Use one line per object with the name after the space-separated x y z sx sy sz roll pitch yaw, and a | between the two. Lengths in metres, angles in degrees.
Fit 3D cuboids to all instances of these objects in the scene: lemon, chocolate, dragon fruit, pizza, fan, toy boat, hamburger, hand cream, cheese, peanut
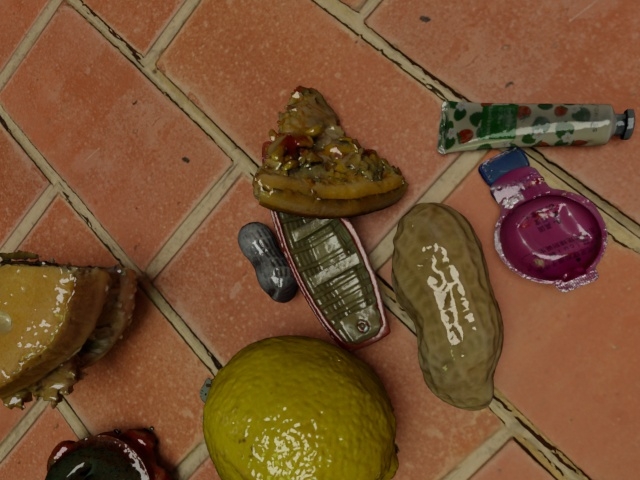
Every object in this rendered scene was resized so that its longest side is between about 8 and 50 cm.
-0.038 0.276 0.670 0.322 0.268 0.267 12 89 13 | lemon
-0.095 0.039 0.809 0.072 0.072 0.166 -37 73 12 | chocolate
-0.424 0.499 0.852 0.295 0.130 0.268 -31 82 13 | dragon fruit
0.029 -0.145 0.751 0.252 0.074 0.287 18 56 -12 | pizza
-0.213 0.310 0.858 0.056 0.004 0.083 21 92 18 | fan
0.000 0.000 0.777 0.136 0.079 0.391 -30 78 16 | toy boat
-0.565 0.171 0.844 0.447 0.268 0.286 -1 83 14 | hamburger
0.328 -0.181 0.701 0.277 0.059 0.095 5 84 23 | hand cream
0.332 -0.037 0.683 0.155 0.062 0.244 -28 64 11 | cheese
0.191 0.100 0.679 0.154 0.140 0.324 -11 86 35 | peanut
